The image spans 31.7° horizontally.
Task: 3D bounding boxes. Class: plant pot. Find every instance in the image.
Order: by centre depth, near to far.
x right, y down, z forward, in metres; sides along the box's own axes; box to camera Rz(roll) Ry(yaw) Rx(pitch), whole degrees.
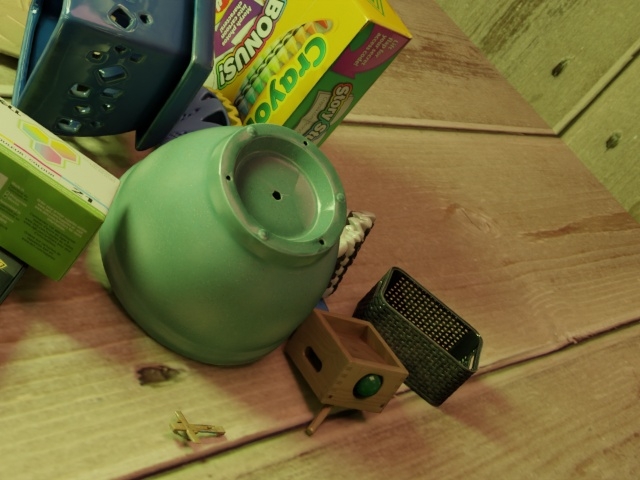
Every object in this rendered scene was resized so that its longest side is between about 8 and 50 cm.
[{"bbox_3d":[-0.091,-0.022,1.354,0.293,0.196,0.293,18,55,-28],"label":"plant pot"},{"bbox_3d":[-0.264,-0.268,1.480,0.212,0.236,0.235,17,52,-25],"label":"plant pot"}]

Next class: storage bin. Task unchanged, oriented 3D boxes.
[{"bbox_3d":[0.140,0.139,1.649,0.180,0.084,0.122,40,26,-5],"label":"storage bin"}]

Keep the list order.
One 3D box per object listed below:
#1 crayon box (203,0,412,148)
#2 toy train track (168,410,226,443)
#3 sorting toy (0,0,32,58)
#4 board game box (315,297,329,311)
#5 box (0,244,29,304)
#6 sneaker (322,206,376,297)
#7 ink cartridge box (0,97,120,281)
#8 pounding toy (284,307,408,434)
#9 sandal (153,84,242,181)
[{"bbox_3d":[-0.073,-0.276,1.676,0.106,0.363,0.313,14,37,-43],"label":"crayon box"},{"bbox_3d":[-0.139,0.212,1.251,0.083,0.014,0.048,15,29,-51],"label":"toy train track"},{"bbox_3d":[-0.427,-0.309,1.628,0.208,0.038,0.193,21,33,-43],"label":"sorting toy"},{"bbox_3d":[-0.038,0.075,1.559,0.133,0.033,0.168,41,15,-42],"label":"board game box"},{"bbox_3d":[-0.422,0.015,1.126,0.220,0.051,0.175,37,26,-10],"label":"box"},{"bbox_3d":[0.000,0.000,1.651,0.118,0.110,0.292,31,14,1],"label":"sneaker"},{"bbox_3d":[-0.328,-0.087,1.284,0.189,0.097,0.255,35,18,-14],"label":"ink cartridge box"},{"bbox_3d":[0.026,0.174,1.454,0.130,0.100,0.141,17,25,-41],"label":"pounding toy"},{"bbox_3d":[-0.176,-0.115,1.576,0.138,0.126,0.317,9,39,-40],"label":"sandal"}]
